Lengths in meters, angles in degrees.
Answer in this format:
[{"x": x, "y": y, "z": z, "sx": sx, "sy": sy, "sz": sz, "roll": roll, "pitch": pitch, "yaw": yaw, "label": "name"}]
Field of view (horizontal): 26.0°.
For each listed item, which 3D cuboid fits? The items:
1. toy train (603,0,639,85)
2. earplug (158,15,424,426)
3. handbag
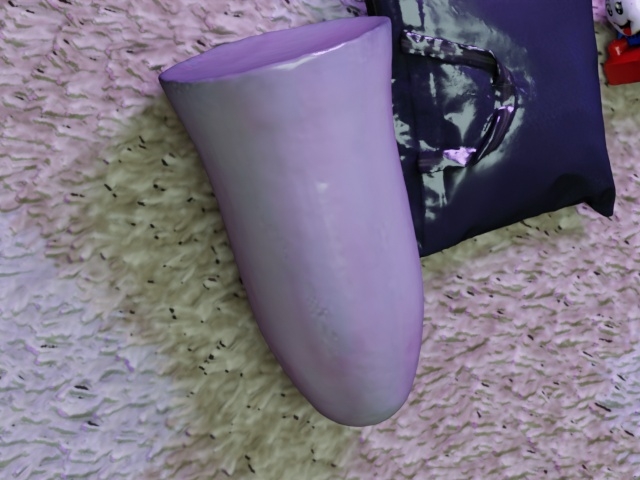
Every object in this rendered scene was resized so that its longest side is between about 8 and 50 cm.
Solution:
[{"x": 0.329, "y": -0.213, "z": 1.170, "sx": 0.204, "sy": 0.083, "sz": 0.131, "roll": -27, "pitch": 103, "yaw": -18, "label": "toy train"}, {"x": 0.000, "y": 0.000, "z": 1.036, "sx": 0.172, "sy": 0.172, "sz": 0.301, "roll": -19, "pitch": 106, "yaw": -18, "label": "earplug"}, {"x": 0.134, "y": -0.124, "z": 1.105, "sx": 0.211, "sy": 0.088, "sz": 0.254, "roll": -12, "pitch": 101, "yaw": -21, "label": "handbag"}]
